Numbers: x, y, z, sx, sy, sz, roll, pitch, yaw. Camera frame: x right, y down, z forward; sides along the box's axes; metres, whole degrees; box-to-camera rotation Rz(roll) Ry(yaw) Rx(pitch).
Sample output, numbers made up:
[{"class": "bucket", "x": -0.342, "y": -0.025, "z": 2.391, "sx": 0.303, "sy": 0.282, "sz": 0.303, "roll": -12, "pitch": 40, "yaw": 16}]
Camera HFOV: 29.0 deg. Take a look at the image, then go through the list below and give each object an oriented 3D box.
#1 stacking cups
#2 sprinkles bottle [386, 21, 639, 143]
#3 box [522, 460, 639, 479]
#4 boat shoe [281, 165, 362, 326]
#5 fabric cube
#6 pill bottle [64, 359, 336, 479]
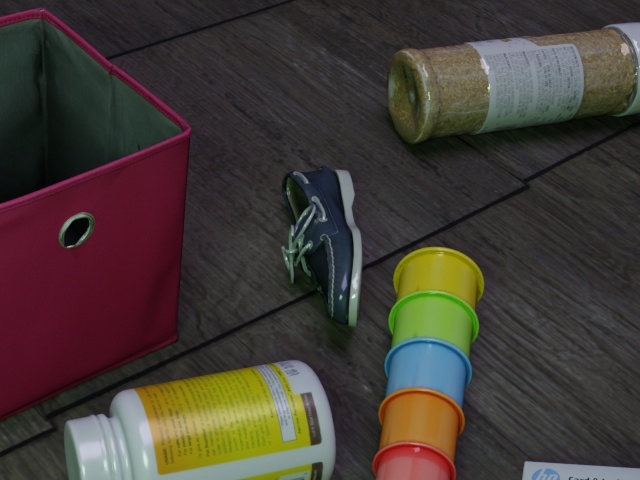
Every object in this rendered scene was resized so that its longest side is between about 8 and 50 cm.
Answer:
[{"class": "stacking cups", "x": 0.094, "y": 0.136, "z": 1.154, "sx": 0.096, "sy": 0.096, "sz": 0.316, "roll": 12, "pitch": 39, "yaw": 4}, {"class": "sprinkles bottle", "x": 0.266, "y": -0.203, "z": 1.580, "sx": 0.355, "sy": 0.121, "sz": 0.121, "roll": -10, "pitch": 42, "yaw": -21}, {"class": "box", "x": 0.235, "y": 0.269, "z": 1.036, "sx": 0.145, "sy": 0.038, "sz": 0.186, "roll": 1, "pitch": 36, "yaw": 16}, {"class": "boat shoe", "x": 0.000, "y": 0.000, "z": 1.304, "sx": 0.079, "sy": 0.095, "sz": 0.254, "roll": 4, "pitch": 38, "yaw": -8}, {"class": "fabric cube", "x": -0.296, "y": -0.021, "z": 1.148, "sx": 0.254, "sy": 0.258, "sz": 0.259, "roll": -24, "pitch": 49, "yaw": -35}, {"class": "pill bottle", "x": -0.103, "y": 0.175, "z": 1.053, "sx": 0.215, "sy": 0.117, "sz": 0.117, "roll": -8, "pitch": 42, "yaw": -20}]
